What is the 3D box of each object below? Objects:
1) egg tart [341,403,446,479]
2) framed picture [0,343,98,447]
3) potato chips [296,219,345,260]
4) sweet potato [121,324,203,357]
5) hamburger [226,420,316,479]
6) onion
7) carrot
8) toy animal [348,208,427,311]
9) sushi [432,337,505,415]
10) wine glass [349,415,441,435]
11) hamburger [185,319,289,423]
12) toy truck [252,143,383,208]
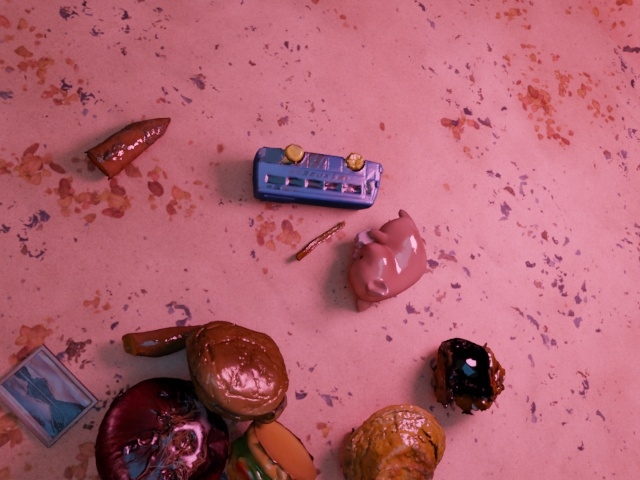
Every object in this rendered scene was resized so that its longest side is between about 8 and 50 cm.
[{"bbox_3d":[0.205,0.576,1.252,0.293,0.123,0.294,-3,104,-12],"label":"egg tart"},{"bbox_3d":[-0.676,0.380,1.173,0.203,0.015,0.150,46,70,0],"label":"framed picture"},{"bbox_3d":[0.000,0.000,1.445,0.204,0.037,0.026,-36,97,-25],"label":"potato chips"},{"bbox_3d":[-0.389,0.264,1.250,0.243,0.077,0.077,-2,76,-28],"label":"sweet potato"},{"bbox_3d":[-0.127,0.564,1.170,0.237,0.237,0.149,41,90,-2],"label":"hamburger"},{"bbox_3d":[-0.373,0.476,1.125,0.313,0.232,0.314,25,43,-26],"label":"onion"},{"bbox_3d":[-0.527,-0.280,1.354,0.102,0.102,0.263,47,64,0],"label":"carrot"},{"bbox_3d":[0.190,0.056,1.399,0.256,0.195,0.213,-28,77,-17],"label":"toy animal"},{"bbox_3d":[0.439,0.392,1.387,0.203,0.213,0.200,6,97,1],"label":"sushi"},{"bbox_3d":[0.207,0.541,1.342,0.262,0.074,0.074,0,76,-14],"label":"wine glass"},{"bbox_3d":[-0.202,0.318,1.195,0.284,0.265,0.134,18,108,-30],"label":"hamburger"},{"bbox_3d":[-0.010,-0.186,1.430,0.384,0.161,0.163,5,86,-14],"label":"toy truck"}]
